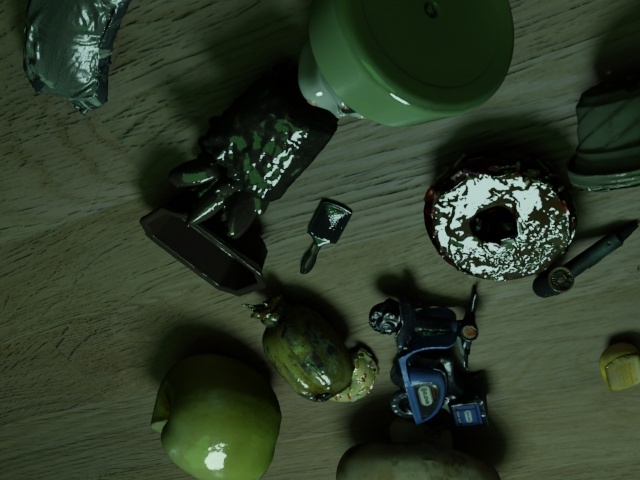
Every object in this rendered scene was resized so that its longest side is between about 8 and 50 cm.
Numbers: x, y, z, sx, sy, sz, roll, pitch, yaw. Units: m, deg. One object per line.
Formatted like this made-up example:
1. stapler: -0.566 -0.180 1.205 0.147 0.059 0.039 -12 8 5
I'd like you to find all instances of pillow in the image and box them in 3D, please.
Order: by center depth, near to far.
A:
1. pillow: -0.399 -0.351 1.507 0.161 0.093 0.335 19 132 -9

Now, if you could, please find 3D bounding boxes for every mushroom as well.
1. mushroom: 0.216 0.503 1.996 0.362 0.295 0.362 6 162 2

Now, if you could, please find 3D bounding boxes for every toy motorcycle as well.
1. toy motorcycle: 0.226 0.232 1.832 0.212 0.125 0.359 -9 130 12

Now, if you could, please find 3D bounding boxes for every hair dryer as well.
1. hair dryer: 0.468 0.033 1.621 0.194 0.173 0.050 -34 84 -2

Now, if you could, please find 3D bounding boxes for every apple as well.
1. apple: -0.216 0.368 1.979 0.257 0.295 0.234 13 97 -20

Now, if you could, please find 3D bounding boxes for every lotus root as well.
1. lotus root: -0.042 0.204 1.860 0.278 0.154 0.154 48 128 -4

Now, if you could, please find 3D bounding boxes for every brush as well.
1. brush: 0.000 0.000 1.753 0.062 0.016 0.193 23 132 -4

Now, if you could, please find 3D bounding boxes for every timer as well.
1. timer: 0.078 -0.277 1.361 0.290 0.291 0.315 36 153 -16

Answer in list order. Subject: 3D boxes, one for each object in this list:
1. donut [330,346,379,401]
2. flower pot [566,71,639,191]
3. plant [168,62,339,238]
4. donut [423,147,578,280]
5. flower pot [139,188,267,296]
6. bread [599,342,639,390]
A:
1. donut: 0.059 0.299 1.966 0.166 0.065 0.108 -31 117 35
2. flower pot: 0.469 -0.171 1.368 0.235 0.235 0.141 -13 102 25
3. plant: -0.116 -0.147 1.563 0.181 0.194 0.320 45 123 -8
4. donut: 0.305 -0.045 1.574 0.269 0.103 0.270 7 129 8
5. flower pot: -0.206 -0.004 1.742 0.251 0.084 0.178 39 150 -20
6. bread: 0.578 0.239 1.776 0.082 0.056 0.115 -25 134 11
